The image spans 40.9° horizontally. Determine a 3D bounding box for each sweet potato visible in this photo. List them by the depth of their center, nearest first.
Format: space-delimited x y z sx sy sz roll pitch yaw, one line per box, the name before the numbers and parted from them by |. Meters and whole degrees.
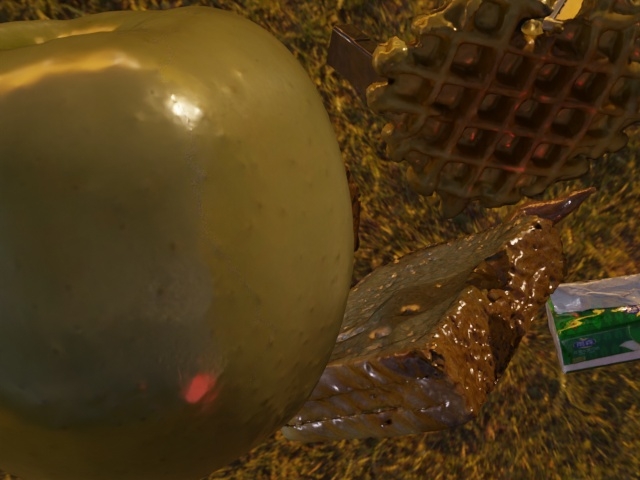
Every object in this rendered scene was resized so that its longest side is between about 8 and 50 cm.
sweet potato | 0.386 -0.045 1.533 0.226 0.068 0.068 -36 77 25

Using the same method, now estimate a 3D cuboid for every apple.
apple | -0.153 0.004 0.610 0.358 0.357 0.357 -1 84 12

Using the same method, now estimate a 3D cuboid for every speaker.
speaker | 0.095 -0.318 1.588 0.218 0.044 0.082 45 137 37

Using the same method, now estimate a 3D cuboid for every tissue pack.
tissue pack | 0.538 0.137 1.615 0.209 0.148 0.156 -12 121 11

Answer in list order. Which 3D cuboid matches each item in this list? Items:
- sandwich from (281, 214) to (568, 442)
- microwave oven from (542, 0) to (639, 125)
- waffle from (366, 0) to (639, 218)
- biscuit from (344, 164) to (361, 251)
sandwich | 0.099 0.094 0.929 0.271 0.301 0.099 -15 108 41
microwave oven | 0.410 -0.218 1.002 0.241 0.194 0.145 20 67 37
waffle | 0.181 -0.130 0.778 0.261 0.250 0.056 -29 39 12
biscuit | -0.002 0.000 1.486 0.075 0.296 0.295 11 86 17
